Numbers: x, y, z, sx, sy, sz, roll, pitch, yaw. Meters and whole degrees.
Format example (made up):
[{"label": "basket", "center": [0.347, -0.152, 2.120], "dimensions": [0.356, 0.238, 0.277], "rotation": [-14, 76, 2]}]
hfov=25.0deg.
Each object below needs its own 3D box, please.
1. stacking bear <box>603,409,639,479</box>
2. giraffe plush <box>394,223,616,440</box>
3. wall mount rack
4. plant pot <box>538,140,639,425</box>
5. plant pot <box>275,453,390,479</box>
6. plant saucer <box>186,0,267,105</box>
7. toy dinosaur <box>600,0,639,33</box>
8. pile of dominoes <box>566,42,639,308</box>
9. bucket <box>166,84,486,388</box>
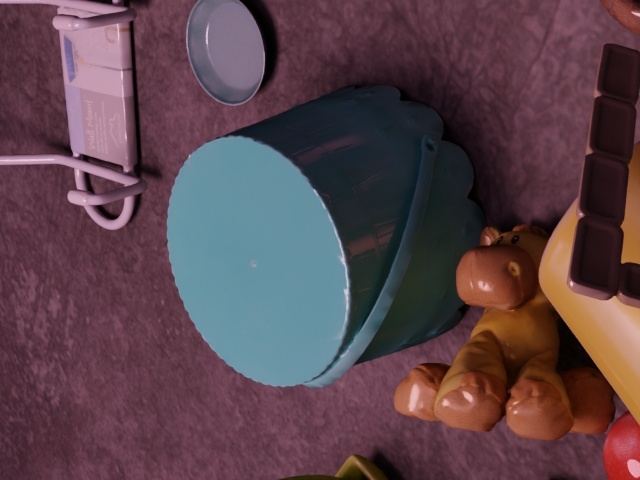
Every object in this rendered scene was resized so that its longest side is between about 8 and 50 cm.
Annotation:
[{"label": "stacking bear", "center": [0.308, 0.272, 1.183], "dimensions": [0.175, 0.164, 0.289], "rotation": [60, -160, -85]}, {"label": "giraffe plush", "center": [0.171, 0.070, 1.247], "dimensions": [0.181, 0.210, 0.170], "rotation": [5, 93, 23]}, {"label": "wall mount rack", "center": [-0.331, -0.176, 1.675], "dimensions": [0.304, 0.130, 0.350], "rotation": [16, 115, 41]}, {"label": "plant pot", "center": [0.298, 0.050, 1.041], "dimensions": [0.239, 0.254, 0.254], "rotation": [46, 132, 28]}, {"label": "plant pot", "center": [0.009, 0.369, 1.484], "dimensions": [0.227, 0.207, 0.228], "rotation": [48, 134, 22]}, {"label": "plant saucer", "center": [-0.093, -0.201, 1.504], "dimensions": [0.119, 0.021, 0.119], "rotation": [19, 119, 39]}, {"label": "toy dinosaur", "center": [0.235, -0.221, 1.092], "dimensions": [0.200, 0.127, 0.295], "rotation": [25, 148, 51]}, {"label": "pile of dominoes", "center": [0.262, -0.025, 0.933], "dimensions": [0.196, 0.251, 0.040], "rotation": [16, 138, 2]}, {"label": "bucket", "center": [0.000, 0.000, 1.368], "dimensions": [0.281, 0.183, 0.281], "rotation": [19, 118, 40]}]
